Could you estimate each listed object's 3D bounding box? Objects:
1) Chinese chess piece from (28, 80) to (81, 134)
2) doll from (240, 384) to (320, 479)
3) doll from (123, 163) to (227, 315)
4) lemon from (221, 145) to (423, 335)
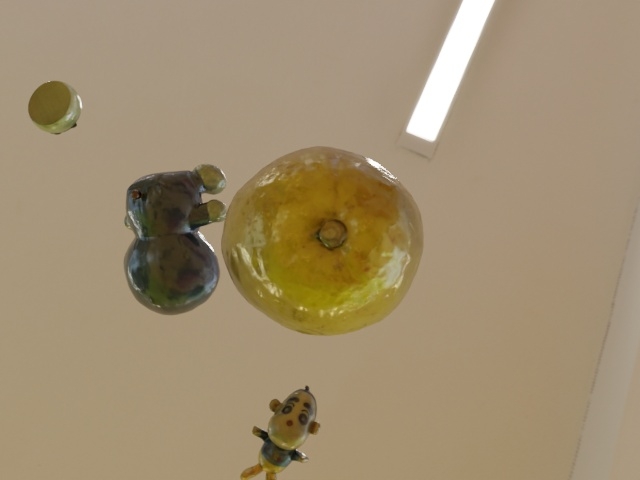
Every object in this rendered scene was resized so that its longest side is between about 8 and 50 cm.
[{"bbox_3d":[-0.417,-0.209,1.108,0.084,0.034,0.084,-3,-105,13],"label":"Chinese chess piece"},{"bbox_3d":[-0.058,0.311,1.110,0.102,0.089,0.179,25,-96,11],"label":"doll"},{"bbox_3d":[-0.264,0.002,1.263,0.228,0.154,0.258,-5,-82,28],"label":"doll"},{"bbox_3d":[0.000,0.000,0.616,0.170,0.207,0.170,0,-89,-13],"label":"lemon"}]
